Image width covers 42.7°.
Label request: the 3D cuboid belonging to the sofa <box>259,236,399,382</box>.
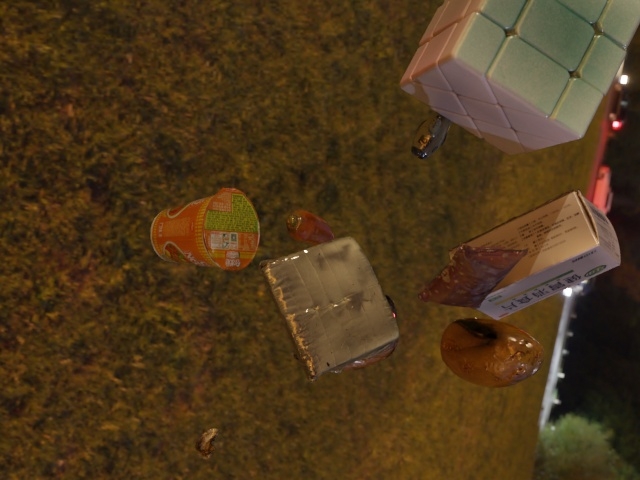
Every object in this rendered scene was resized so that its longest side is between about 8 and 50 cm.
[{"bbox_3d":[-0.007,0.123,1.333,0.176,0.225,0.210,-21,83,-23],"label":"sofa"}]

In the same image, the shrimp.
[{"bbox_3d":[0.054,0.192,1.633,0.290,0.222,0.054,92,-15,-56],"label":"shrimp"}]

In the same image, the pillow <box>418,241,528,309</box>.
[{"bbox_3d":[0.242,0.062,1.318,0.185,0.118,0.043,114,-19,-50],"label":"pillow"}]

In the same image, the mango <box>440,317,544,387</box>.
[{"bbox_3d":[0.340,0.217,1.622,0.156,0.249,0.151,-26,97,-28],"label":"mango"}]

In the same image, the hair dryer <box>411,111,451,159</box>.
[{"bbox_3d":[0.266,-0.277,1.779,0.167,0.067,0.199,-56,173,-19],"label":"hair dryer"}]

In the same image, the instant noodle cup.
[{"bbox_3d":[-0.245,-0.017,1.671,0.168,0.185,0.168,7,81,-52],"label":"instant noodle cup"}]

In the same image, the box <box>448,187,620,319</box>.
[{"bbox_3d":[0.475,0.036,1.810,0.173,0.333,0.145,25,42,-53],"label":"box"}]

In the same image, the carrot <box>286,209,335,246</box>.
[{"bbox_3d":[0.000,0.000,1.595,0.271,0.062,0.066,41,27,-63],"label":"carrot"}]

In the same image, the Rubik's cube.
[{"bbox_3d":[0.405,-0.396,1.690,0.315,0.322,0.319,-63,-169,-7],"label":"Rubik's cube"}]

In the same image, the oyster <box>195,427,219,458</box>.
[{"bbox_3d":[-0.260,0.491,1.960,0.083,0.081,0.038,-36,116,-35],"label":"oyster"}]
